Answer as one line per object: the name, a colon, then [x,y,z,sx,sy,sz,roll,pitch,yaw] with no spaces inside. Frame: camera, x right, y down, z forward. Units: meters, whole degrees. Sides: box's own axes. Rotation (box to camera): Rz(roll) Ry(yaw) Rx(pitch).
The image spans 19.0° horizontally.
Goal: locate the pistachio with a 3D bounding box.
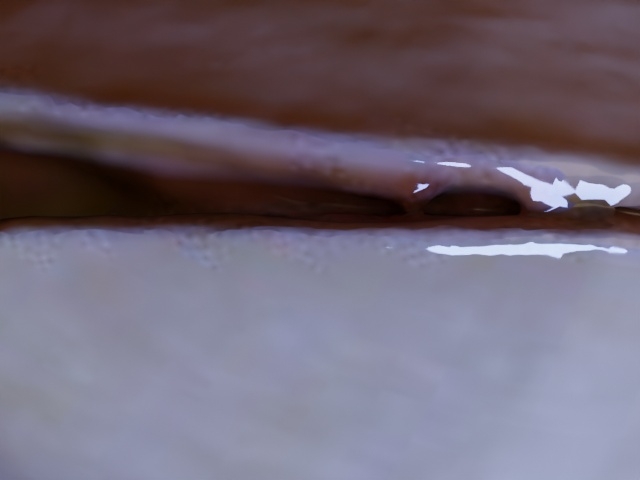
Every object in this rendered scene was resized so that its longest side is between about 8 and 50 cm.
pistachio: [0.000,0.000,0.517,0.318,0.214,0.193,4,83,-11]
